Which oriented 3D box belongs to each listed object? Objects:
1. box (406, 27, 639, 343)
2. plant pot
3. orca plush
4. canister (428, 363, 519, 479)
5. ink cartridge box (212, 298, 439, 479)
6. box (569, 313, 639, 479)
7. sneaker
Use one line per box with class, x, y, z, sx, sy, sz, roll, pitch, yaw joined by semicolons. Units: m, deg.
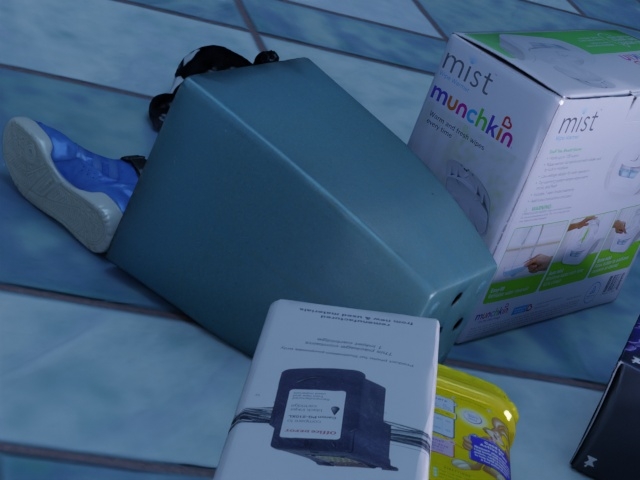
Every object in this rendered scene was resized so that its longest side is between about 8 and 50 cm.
box;0.191;-0.054;1.350;0.127;0.231;0.262;36;29;32
plant pot;0.000;0.000;1.176;0.234;0.165;0.165;37;28;21
orca plush;-0.077;-0.131;1.465;0.151;0.102;0.287;16;24;-9
canister;0.062;0.149;1.005;0.126;0.073;0.170;18;25;-3
ink cartridge box;-0.001;0.158;0.790;0.100;0.172;0.237;7;23;4
box;0.341;0.153;1.186;0.261;0.103;0.184;25;26;11
sneaker;-0.183;-0.051;1.259;0.152;0.058;0.084;39;35;29
